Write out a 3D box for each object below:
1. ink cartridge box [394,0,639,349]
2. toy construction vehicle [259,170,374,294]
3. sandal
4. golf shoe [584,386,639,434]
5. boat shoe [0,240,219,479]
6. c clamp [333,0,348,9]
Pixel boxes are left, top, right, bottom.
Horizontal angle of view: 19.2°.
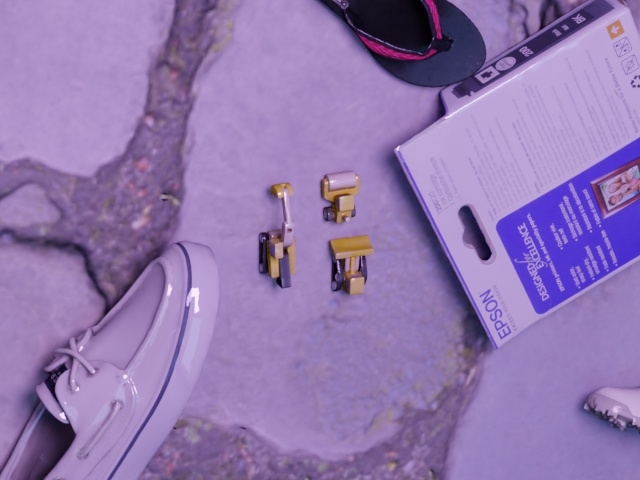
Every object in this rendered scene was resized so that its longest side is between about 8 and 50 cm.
[{"bbox_3d":[0.175,-0.051,1.452,0.208,0.045,0.206,-32,120,-6],"label":"ink cartridge box"},{"bbox_3d":[0.000,0.000,1.414,0.085,0.035,0.098,-5,115,-19],"label":"toy construction vehicle"},{"bbox_3d":[0.049,-0.162,1.356,0.179,0.040,0.067,33,97,-29],"label":"sandal"},{"bbox_3d":[0.298,0.126,1.581,0.176,0.069,0.086,10,89,-27],"label":"golf shoe"},{"bbox_3d":[-0.164,0.112,1.375,0.088,0.096,0.267,18,114,-31],"label":"boat shoe"},{"bbox_3d":[-0.002,-0.261,1.299,0.137,0.022,0.161,28,99,-16],"label":"c clamp"}]
